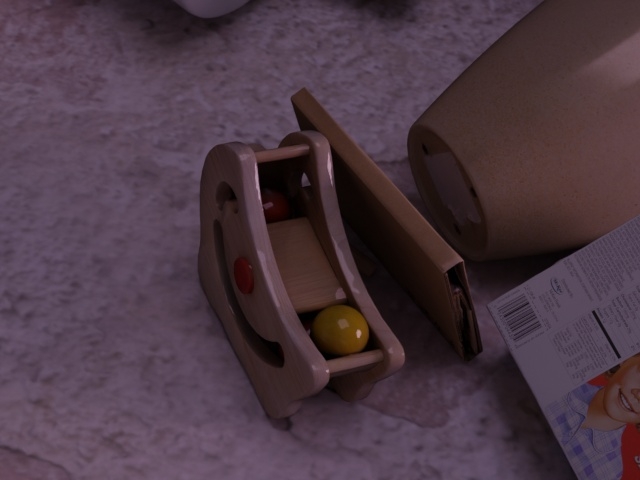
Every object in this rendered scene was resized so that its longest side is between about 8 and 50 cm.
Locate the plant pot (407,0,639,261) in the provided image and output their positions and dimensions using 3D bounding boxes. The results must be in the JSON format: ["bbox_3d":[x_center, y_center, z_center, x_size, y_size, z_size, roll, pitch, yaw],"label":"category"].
[{"bbox_3d":[0.220,-0.098,1.459,0.274,0.256,0.256,-25,58,-16],"label":"plant pot"}]

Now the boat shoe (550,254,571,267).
[{"bbox_3d":[0.312,0.035,1.455,0.277,0.098,0.096,-1,21,-8],"label":"boat shoe"}]

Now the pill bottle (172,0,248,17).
[{"bbox_3d":[-0.201,-0.387,1.591,0.392,0.224,0.224,39,48,19],"label":"pill bottle"}]

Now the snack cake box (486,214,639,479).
[{"bbox_3d":[0.251,0.125,1.290,0.152,0.089,0.264,-30,53,8],"label":"snack cake box"}]

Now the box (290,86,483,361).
[{"bbox_3d":[0.053,-0.011,1.364,0.021,0.164,0.201,-35,61,-8],"label":"box"}]

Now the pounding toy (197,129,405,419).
[{"bbox_3d":[0.000,0.000,1.335,0.155,0.154,0.269,-11,52,-26],"label":"pounding toy"}]
